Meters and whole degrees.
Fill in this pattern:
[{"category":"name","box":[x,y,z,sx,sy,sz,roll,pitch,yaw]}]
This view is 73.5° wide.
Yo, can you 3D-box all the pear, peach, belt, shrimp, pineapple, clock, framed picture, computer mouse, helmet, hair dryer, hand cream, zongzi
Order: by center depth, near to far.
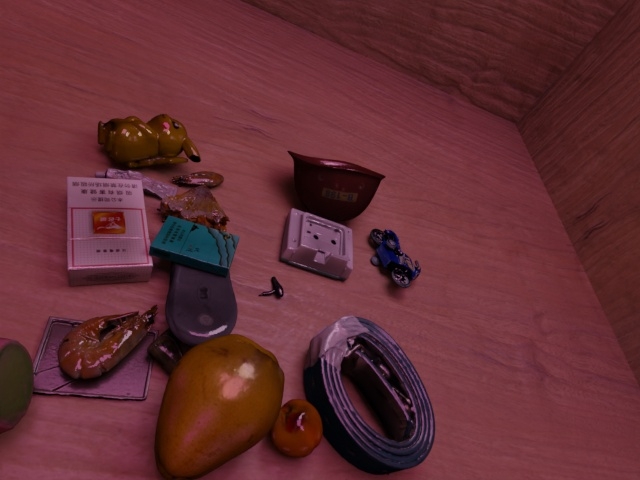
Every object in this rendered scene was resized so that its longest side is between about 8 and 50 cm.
[{"category":"pear","box":[-0.231,0.388,0.995,0.284,0.285,0.337,19,81,-14]},{"category":"framed picture","box":[-0.555,0.294,1.065,0.265,0.018,0.192,13,48,-20]},{"category":"shrimp","box":[-0.523,0.237,1.081,0.145,0.061,0.267,37,47,15]},{"category":"peach","box":[-0.060,0.488,1.107,0.138,0.138,0.138,16,47,-18]},{"category":"zongzi","box":[-0.374,0.307,1.146,0.154,0.062,0.130,48,13,-6]},{"category":"belt","box":[0.131,0.436,1.223,0.300,0.173,0.437,-19,64,-36]},{"category":"computer mouse","box":[-0.344,0.162,1.224,0.188,0.122,0.371,8,41,-22]},{"category":"hair dryer","box":[-0.167,0.157,1.398,0.083,0.031,0.079,-12,49,-27]},{"category":"pineapple","box":[-0.409,-0.097,1.414,0.236,0.114,0.186,24,45,-5]},{"category":"hand cream","box":[-0.609,-0.189,1.426,0.256,0.050,0.084,15,44,-22]},{"category":"shrimp","box":[-0.443,-0.223,1.554,0.190,0.042,0.101,-9,38,-34]},{"category":"clock","box":[0.000,0.000,1.561,0.262,0.116,0.231,20,46,-15]},{"category":"helmet","box":[0.041,-0.194,1.658,0.384,0.230,0.337,9,16,-10]}]

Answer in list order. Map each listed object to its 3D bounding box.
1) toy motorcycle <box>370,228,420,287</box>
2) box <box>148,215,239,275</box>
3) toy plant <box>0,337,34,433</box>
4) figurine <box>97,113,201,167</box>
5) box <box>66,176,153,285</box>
[{"category":"toy motorcycle","box":[0.297,0.068,1.679,0.168,0.113,0.315,14,39,-33]},{"category":"box","box":[-0.367,0.013,1.273,0.226,0.042,0.161,17,36,-9]},{"category":"toy plant","box":[-0.768,0.312,0.804,0.355,0.211,0.317,0,55,-14]},{"category":"figurine","box":[-0.580,-0.342,1.481,0.326,0.169,0.218,-18,40,-32]},{"category":"box","box":[-0.620,-0.033,1.253,0.210,0.095,0.330,-1,56,-30]}]
